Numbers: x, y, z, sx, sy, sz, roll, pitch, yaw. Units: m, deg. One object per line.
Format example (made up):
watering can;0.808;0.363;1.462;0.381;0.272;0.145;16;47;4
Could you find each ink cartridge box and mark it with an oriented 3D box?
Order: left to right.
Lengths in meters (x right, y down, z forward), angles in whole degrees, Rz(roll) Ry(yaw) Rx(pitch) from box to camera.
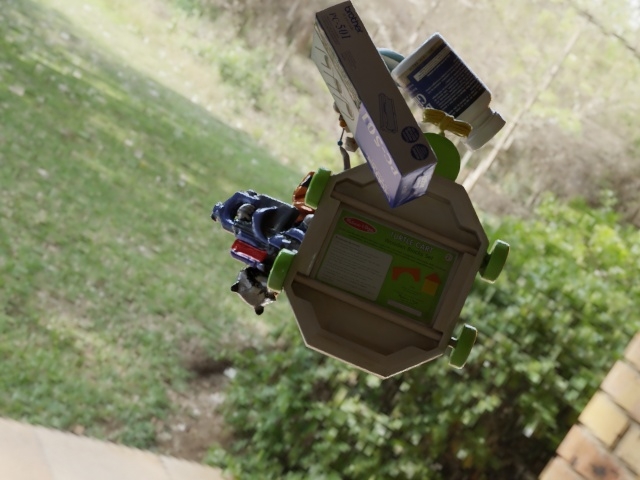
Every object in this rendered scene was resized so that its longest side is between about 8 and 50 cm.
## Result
ink cartridge box;0.055;-0.146;1.197;0.207;0.046;0.097;63;-11;16

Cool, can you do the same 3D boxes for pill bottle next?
pill bottle;0.192;-0.214;1.637;0.169;0.094;0.094;47;10;-5

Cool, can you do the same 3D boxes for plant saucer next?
plant saucer;0.125;-0.295;1.887;0.119;0.021;0.119;28;-10;5

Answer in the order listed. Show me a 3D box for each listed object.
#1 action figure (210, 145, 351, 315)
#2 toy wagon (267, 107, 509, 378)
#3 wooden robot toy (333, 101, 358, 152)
action figure;0.000;0.000;1.808;0.341;0.330;0.178;33;-20;48
toy wagon;0.102;-0.002;1.420;0.267;0.344;0.068;23;-12;3
wooden robot toy;0.060;-0.253;2.113;0.076;0.173;0.079;-8;-39;32
